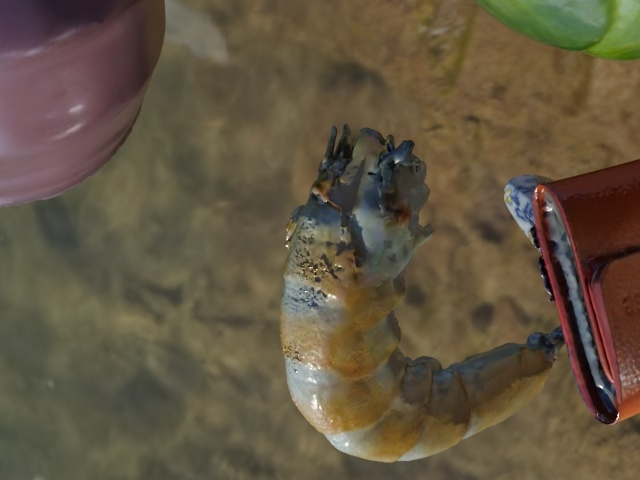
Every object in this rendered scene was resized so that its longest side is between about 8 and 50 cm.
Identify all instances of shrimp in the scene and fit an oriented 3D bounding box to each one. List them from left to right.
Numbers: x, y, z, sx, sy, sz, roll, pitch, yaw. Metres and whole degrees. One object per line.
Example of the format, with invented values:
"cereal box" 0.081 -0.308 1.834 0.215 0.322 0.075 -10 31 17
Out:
"shrimp" 0.066 0.068 0.870 0.185 0.287 0.068 -54 34 -6

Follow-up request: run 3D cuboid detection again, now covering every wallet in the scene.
"wallet" 0.229 0.013 0.756 0.045 0.204 0.142 -15 90 63

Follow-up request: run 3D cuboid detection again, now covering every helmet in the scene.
"helmet" -0.229 -0.193 0.781 0.338 0.271 0.197 66 158 5

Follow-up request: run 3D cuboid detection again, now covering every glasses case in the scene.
"glasses case" 0.303 0.003 1.473 0.248 0.087 0.065 53 133 45

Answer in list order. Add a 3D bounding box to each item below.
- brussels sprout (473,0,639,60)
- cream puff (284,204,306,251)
"brussels sprout" 0.231 -0.326 1.147 0.281 0.355 0.289 -41 36 16
"cream puff" 0.000 0.000 1.170 0.058 0.083 0.083 -18 127 31
